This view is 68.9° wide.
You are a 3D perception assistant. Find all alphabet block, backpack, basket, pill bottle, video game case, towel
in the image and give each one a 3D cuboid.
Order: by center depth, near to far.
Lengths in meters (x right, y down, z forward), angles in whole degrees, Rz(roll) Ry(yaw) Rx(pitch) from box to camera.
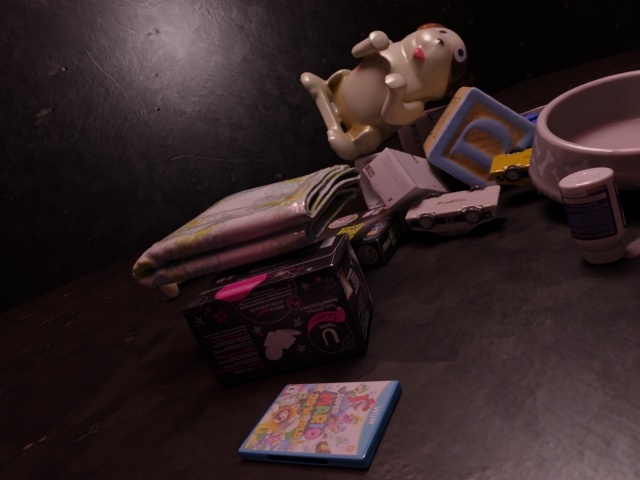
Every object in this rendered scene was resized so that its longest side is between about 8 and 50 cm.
[{"bbox_3d":[0.000,0.207,0.538,0.166,0.015,0.119,-13,17,32],"label":"video game case"},{"bbox_3d":[0.374,-0.032,0.635,0.066,0.120,0.067,-21,14,5],"label":"pill bottle"},{"bbox_3d":[-0.127,-0.042,0.892,0.374,0.090,0.320,-15,15,24],"label":"towel"},{"bbox_3d":[0.385,-0.252,1.161,0.194,0.192,0.197,-57,3,20],"label":"alphabet block"},{"bbox_3d":[0.191,-0.180,1.378,0.113,0.168,0.103,-8,15,46],"label":"basket"},{"bbox_3d":[0.621,-0.324,1.386,0.097,0.101,0.120,-30,18,-3],"label":"backpack"}]

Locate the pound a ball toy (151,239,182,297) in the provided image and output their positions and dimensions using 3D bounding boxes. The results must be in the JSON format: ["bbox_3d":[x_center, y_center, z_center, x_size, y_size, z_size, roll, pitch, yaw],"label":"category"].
[{"bbox_3d":[-0.381,0.064,1.483,0.319,0.136,0.208,-29,41,-27],"label":"pound a ball toy"}]

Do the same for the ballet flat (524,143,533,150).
[{"bbox_3d":[0.499,-0.185,1.137,0.087,0.083,0.247,-43,5,24],"label":"ballet flat"}]

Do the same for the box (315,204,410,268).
[{"bbox_3d":[0.086,-0.005,1.099,0.216,0.060,0.270,-13,16,30],"label":"box"}]

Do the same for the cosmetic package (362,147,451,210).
[{"bbox_3d":[0.208,-0.135,1.088,0.085,0.117,0.231,-41,-20,27],"label":"cosmetic package"}]

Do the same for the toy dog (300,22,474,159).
[{"bbox_3d":[0.222,-0.420,1.315,0.407,0.285,0.395,-29,-24,27],"label":"toy dog"}]

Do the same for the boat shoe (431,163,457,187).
[{"bbox_3d":[0.328,-0.181,1.397,0.079,0.084,0.233,14,0,-12],"label":"boat shoe"}]

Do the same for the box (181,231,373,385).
[{"bbox_3d":[-0.056,0.106,0.739,0.247,0.142,0.163,-17,14,16],"label":"box"}]

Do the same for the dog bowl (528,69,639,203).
[{"bbox_3d":[0.537,-0.184,0.790,0.348,0.102,0.349,-17,33,11],"label":"dog bowl"}]

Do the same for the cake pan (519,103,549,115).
[{"bbox_3d":[0.762,-0.412,1.587,0.292,0.054,0.293,-21,14,5],"label":"cake pan"}]

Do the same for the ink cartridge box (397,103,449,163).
[{"bbox_3d":[0.388,-0.304,1.440,0.121,0.211,0.289,-27,16,-23],"label":"ink cartridge box"}]

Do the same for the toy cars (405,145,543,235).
[{"bbox_3d":[0.370,-0.097,0.967,0.393,0.087,0.176,-28,26,-4],"label":"toy cars"}]
